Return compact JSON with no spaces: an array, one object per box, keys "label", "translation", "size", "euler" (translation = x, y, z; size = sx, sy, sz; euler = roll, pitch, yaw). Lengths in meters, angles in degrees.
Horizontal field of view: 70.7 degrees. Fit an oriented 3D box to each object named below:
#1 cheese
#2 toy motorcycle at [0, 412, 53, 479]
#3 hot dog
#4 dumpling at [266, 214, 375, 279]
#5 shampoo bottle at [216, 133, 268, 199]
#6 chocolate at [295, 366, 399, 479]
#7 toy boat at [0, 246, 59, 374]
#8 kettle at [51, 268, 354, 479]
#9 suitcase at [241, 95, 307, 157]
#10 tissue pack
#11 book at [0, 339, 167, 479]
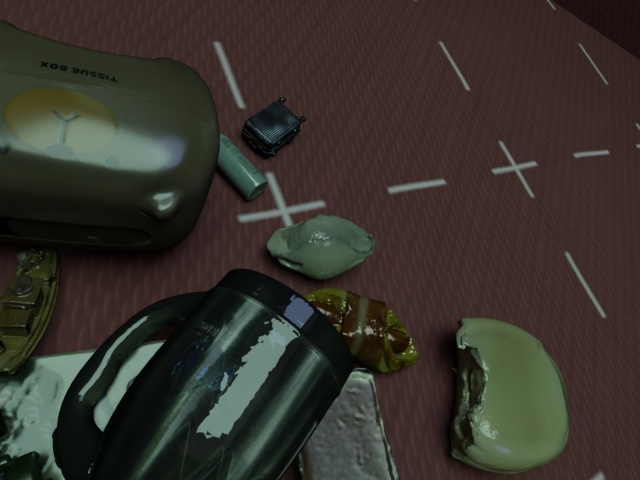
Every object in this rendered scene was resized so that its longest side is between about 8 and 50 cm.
[{"label":"cheese","translation":[0.322,0.276,0.822],"size":[0.233,0.127,0.266],"euler":[18,58,-14]},{"label":"toy motorcycle","translation":[-0.417,0.248,0.472],"size":[0.205,0.127,0.276],"euler":[-20,80,-26]},{"label":"hot dog","translation":[0.072,0.156,0.796],"size":[0.261,0.093,0.123],"euler":[18,58,-13]},{"label":"dumpling","translation":[-0.002,-0.003,0.850],"size":[0.181,0.111,0.155],"euler":[26,26,-16]},{"label":"shampoo bottle","translation":[-0.185,-0.166,0.878],"size":[0.195,0.056,0.056],"euler":[47,57,6]},{"label":"chocolate","translation":[0.027,0.335,0.692],"size":[0.160,0.083,0.262],"euler":[4,53,-18]},{"label":"toy boat","translation":[-0.402,0.089,0.615],"size":[0.064,0.072,0.206],"euler":[6,44,-17]},{"label":"kettle","translation":[-0.168,0.209,0.574],"size":[0.320,0.229,0.324],"euler":[27,57,19]},{"label":"suitcase","translation":[-0.100,-0.237,0.948],"size":[0.086,0.059,0.126],"euler":[42,56,4]},{"label":"tissue pack","translation":[-0.350,-0.123,0.653],"size":[0.386,0.267,0.277],"euler":[7,57,-22]},{"label":"book","translation":[-0.319,0.276,0.600],"size":[0.370,0.043,0.261],"euler":[-3,66,-24]}]
